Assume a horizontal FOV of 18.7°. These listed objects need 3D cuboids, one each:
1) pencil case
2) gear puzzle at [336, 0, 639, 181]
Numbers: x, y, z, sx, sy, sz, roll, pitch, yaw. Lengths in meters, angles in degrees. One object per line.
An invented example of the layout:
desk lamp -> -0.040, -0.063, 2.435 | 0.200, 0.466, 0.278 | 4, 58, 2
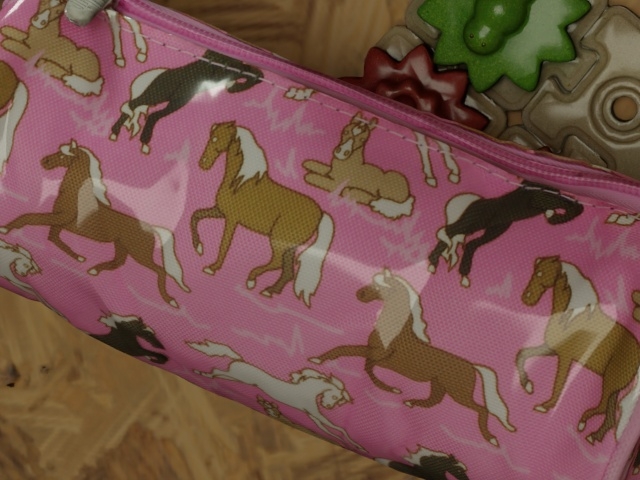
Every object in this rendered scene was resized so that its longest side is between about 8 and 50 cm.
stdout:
pencil case -> 0.000, 0.000, 0.912 | 0.386, 0.167, 0.160 | 24, 65, 16
gear puzzle -> 0.103, -0.063, 0.973 | 0.175, 0.044, 0.339 | 41, 106, 4
